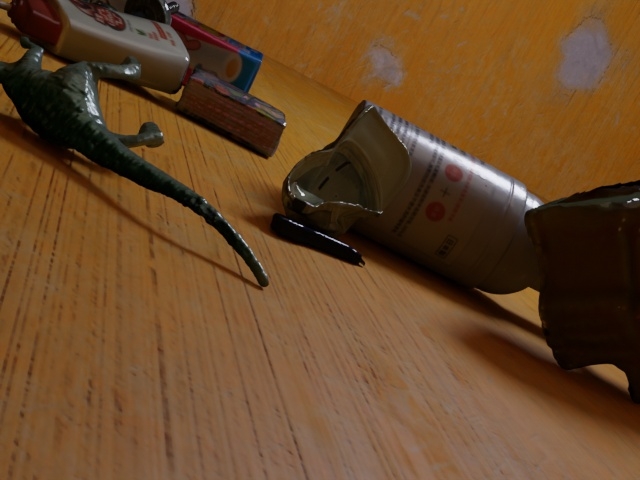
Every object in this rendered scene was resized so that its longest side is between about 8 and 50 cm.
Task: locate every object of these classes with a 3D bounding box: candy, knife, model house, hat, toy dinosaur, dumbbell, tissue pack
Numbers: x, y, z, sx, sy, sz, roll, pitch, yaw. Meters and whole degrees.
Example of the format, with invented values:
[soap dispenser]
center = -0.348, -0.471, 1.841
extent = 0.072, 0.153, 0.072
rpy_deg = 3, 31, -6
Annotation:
[candy]
center = -0.247, -0.331, 1.699
extent = 0.306, 0.100, 0.157
rpy_deg = 28, 11, -8
[knife]
center = 0.000, 0.000, 1.020
extent = 0.121, 0.018, 0.031
rpy_deg = 22, 6, -32
[model house]
center = 0.335, 0.056, 1.101
extent = 0.268, 0.239, 0.173
rpy_deg = -10, 5, -14
[hat]
center = 0.020, -0.072, 1.074
extent = 0.081, 0.166, 0.122
rpy_deg = 8, -33, 50
[toy dinosaur]
center = -0.165, -0.100, 0.882
extent = 0.383, 0.076, 0.129
rpy_deg = 26, 42, 20
[dumbbell]
center = -0.286, -0.319, 1.509
extent = 0.082, 0.081, 0.254
rpy_deg = 31, 33, 14
[tissue pack]
center = -0.120, -0.177, 1.414
extent = 0.148, 0.060, 0.108
rpy_deg = 27, 10, -9

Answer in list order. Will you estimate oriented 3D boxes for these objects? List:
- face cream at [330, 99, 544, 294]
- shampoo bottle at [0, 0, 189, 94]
[face cream]
center = 0.179, -0.016, 1.210
extent = 0.370, 0.145, 0.145
rpy_deg = 28, 11, -7
[shampoo bottle]
center = -0.315, -0.277, 1.341
extent = 0.284, 0.071, 0.153
rpy_deg = 16, 26, -31
